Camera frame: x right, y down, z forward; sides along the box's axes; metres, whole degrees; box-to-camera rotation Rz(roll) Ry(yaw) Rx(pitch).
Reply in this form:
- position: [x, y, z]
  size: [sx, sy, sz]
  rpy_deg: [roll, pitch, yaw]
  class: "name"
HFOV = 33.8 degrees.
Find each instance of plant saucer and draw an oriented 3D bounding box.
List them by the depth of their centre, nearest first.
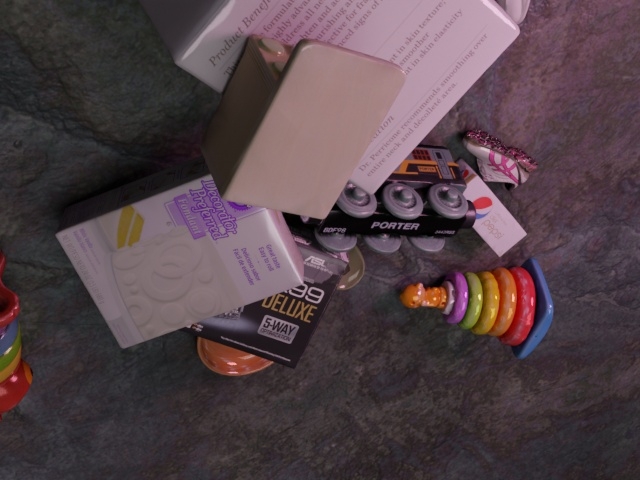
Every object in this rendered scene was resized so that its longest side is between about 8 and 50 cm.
- position: [-0.142, 0.171, 2.007]
  size: [0.200, 0.037, 0.199]
  rpy_deg: [-13, 128, -16]
  class: "plant saucer"

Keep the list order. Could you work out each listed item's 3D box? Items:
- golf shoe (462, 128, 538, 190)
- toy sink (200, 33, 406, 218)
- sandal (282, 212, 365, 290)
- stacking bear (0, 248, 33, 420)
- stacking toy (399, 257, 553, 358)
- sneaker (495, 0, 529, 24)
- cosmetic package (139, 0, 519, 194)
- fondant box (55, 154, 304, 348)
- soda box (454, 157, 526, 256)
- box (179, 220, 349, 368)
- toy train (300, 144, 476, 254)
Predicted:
- position: [0.326, -0.145, 1.974]
  size: [0.186, 0.067, 0.086]
  rpy_deg: [22, 114, -37]
  class: "golf shoe"
- position: [-0.027, -0.164, 1.309]
  size: [0.153, 0.131, 0.234]
  rpy_deg: [10, 126, -31]
  class: "toy sink"
- position: [0.002, 0.000, 1.912]
  size: [0.120, 0.086, 0.303]
  rpy_deg: [-40, 131, 6]
  class: "sandal"
- position: [-0.558, 0.178, 1.738]
  size: [0.164, 0.175, 0.289]
  rpy_deg: [-18, 138, -15]
  class: "stacking bear"
- position: [0.299, 0.123, 2.127]
  size: [0.302, 0.165, 0.175]
  rpy_deg: [6, 132, -16]
  class: "stacking toy"
- position: [0.249, -0.472, 1.680]
  size: [0.152, 0.114, 0.305]
  rpy_deg: [-20, 128, 7]
  class: "sneaker"
- position: [-0.006, -0.342, 1.488]
  size: [0.329, 0.327, 0.394]
  rpy_deg: [-47, 131, 13]
  class: "cosmetic package"
- position: [-0.222, 0.009, 1.707]
  size: [0.330, 0.096, 0.238]
  rpy_deg: [-21, 117, 8]
  class: "fondant box"
- position: [0.308, -0.061, 2.028]
  size: [0.074, 0.069, 0.216]
  rpy_deg: [-41, 131, 7]
  class: "soda box"
- position: [-0.137, 0.067, 1.839]
  size: [0.308, 0.076, 0.242]
  rpy_deg: [21, 116, -13]
  class: "box"
- position: [0.108, -0.082, 1.835]
  size: [0.334, 0.190, 0.142]
  rpy_deg: [1, 141, -24]
  class: "toy train"
